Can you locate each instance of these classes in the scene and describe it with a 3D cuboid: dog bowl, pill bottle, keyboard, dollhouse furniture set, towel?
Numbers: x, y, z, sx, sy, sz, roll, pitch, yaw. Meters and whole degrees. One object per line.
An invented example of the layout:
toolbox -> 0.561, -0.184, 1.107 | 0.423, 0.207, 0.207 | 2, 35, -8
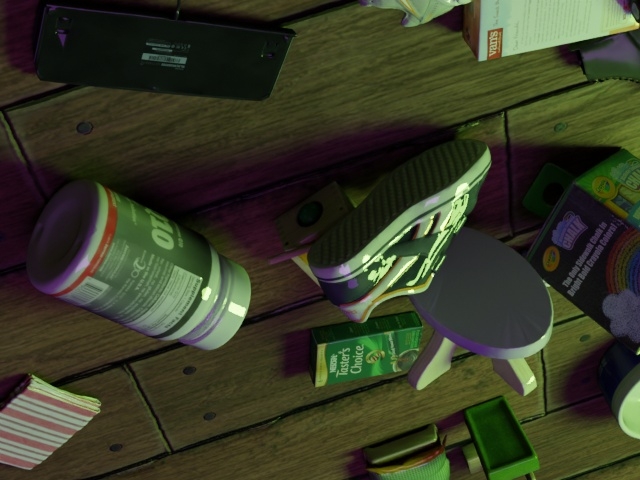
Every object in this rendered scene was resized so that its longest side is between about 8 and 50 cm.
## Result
dog bowl -> 0.660, 0.252, 2.188 | 0.265, 0.104, 0.265 | -10, 136, -10
pill bottle -> -0.242, 0.041, 1.598 | 0.161, 0.161, 0.283 | -43, 133, 21
keyboard -> -0.183, -0.260, 1.419 | 0.317, 0.033, 0.201 | 2, 138, -24
dollhouse furniture set -> 0.247, 0.448, 2.189 | 0.301, 0.151, 0.197 | -19, 137, -1
towel -> -0.465, 0.294, 1.861 | 0.197, 0.029, 0.144 | -40, 133, 22

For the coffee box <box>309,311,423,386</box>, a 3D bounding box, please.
coffee box -> 0.074, 0.182, 1.941 | 0.184, 0.040, 0.113 | -8, 135, -14

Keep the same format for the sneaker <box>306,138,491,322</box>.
sneaker -> 0.124, -0.015, 1.646 | 0.321, 0.126, 0.127 | -38, 123, -19

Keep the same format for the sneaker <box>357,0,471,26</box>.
sneaker -> 0.063, -0.337, 1.394 | 0.262, 0.099, 0.121 | 32, 133, -31

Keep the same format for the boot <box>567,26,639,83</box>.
boot -> 0.441, -0.237, 1.657 | 0.137, 0.077, 0.198 | -25, 123, 11

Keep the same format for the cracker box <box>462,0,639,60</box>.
cracker box -> 0.302, -0.333, 1.504 | 0.232, 0.067, 0.155 | -13, 134, -10

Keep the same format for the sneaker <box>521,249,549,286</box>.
sneaker -> 0.406, 0.029, 1.902 | 0.170, 0.068, 0.071 | -11, 130, -9

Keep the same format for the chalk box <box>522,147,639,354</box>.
chalk box -> 0.444, -0.007, 1.764 | 0.179, 0.289, 0.180 | -27, 151, -45

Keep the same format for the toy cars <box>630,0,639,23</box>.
toy cars -> 0.493, -0.407, 1.397 | 0.176, 0.087, 0.393 | 16, 121, -25

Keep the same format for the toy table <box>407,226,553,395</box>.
toy table -> 0.234, 0.114, 1.775 | 0.252, 0.274, 0.161 | -24, 140, -11

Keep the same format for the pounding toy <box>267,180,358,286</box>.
pounding toy -> 0.000, 0.000, 1.691 | 0.130, 0.100, 0.141 | -33, 135, 11
